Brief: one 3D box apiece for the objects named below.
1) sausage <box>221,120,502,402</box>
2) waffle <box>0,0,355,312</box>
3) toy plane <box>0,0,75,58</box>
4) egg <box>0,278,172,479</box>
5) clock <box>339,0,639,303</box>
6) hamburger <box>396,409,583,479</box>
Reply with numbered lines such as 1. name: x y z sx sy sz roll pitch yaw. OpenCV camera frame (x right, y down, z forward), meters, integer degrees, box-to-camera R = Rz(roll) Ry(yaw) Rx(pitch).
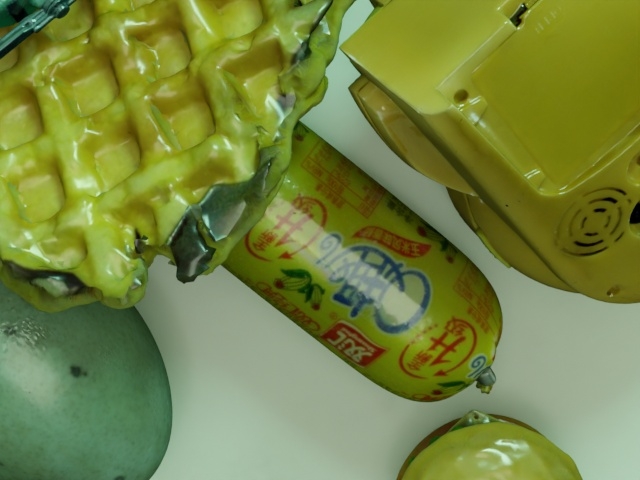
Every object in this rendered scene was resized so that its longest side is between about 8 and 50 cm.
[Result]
1. sausage: 0.000 0.000 1.417 0.347 0.123 0.123 38 95 -4
2. waffle: -0.169 -0.141 1.354 0.379 0.095 0.382 24 77 19
3. toy plane: -0.221 -0.173 1.309 0.235 0.060 0.096 -43 79 -6
4. egg: -0.210 0.094 1.405 0.169 0.169 0.236 -38 93 4
5. clock: 0.186 -0.092 1.337 0.244 0.200 0.317 -41 124 1
6. hamburger: 0.129 0.208 1.439 0.162 0.115 0.162 0 97 -1
